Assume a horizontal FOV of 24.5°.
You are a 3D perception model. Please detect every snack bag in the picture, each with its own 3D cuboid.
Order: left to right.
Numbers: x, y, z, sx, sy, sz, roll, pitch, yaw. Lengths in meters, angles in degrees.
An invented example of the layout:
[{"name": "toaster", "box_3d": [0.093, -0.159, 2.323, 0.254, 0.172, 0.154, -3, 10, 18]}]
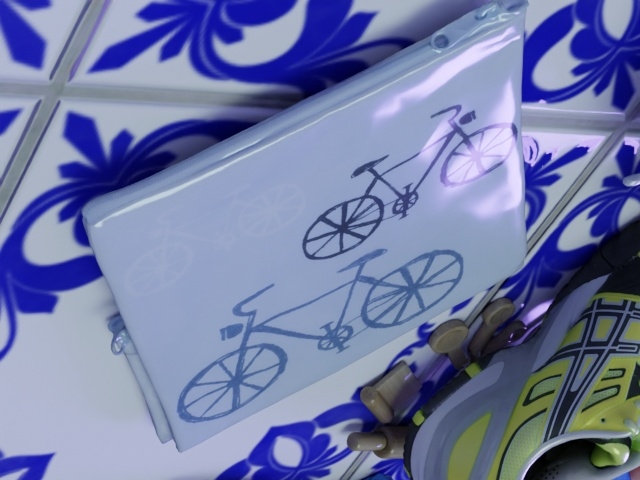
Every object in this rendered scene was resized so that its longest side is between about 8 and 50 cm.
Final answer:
[{"name": "snack bag", "box_3d": [0.000, 0.000, 1.020, 0.323, 0.037, 0.342, -27, 149, -9]}]

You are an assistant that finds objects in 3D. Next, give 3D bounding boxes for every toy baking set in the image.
[{"name": "toy baking set", "box_3d": [0.142, 0.133, 1.335, 0.197, 0.030, 0.256, -47, 146, 23]}]

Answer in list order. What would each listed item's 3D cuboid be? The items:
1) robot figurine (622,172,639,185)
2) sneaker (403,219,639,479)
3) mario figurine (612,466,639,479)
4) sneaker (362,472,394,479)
[{"name": "robot figurine", "box_3d": [0.382, -0.070, 1.097, 0.353, 0.200, 0.300, -2, 144, -40]}, {"name": "sneaker", "box_3d": [0.256, 0.117, 1.266, 0.384, 0.147, 0.145, -43, 137, -1]}, {"name": "mario figurine", "box_3d": [0.291, 0.255, 1.483, 0.198, 0.170, 0.320, -11, 156, 30]}, {"name": "sneaker", "box_3d": [0.075, 0.290, 1.441, 0.240, 0.091, 0.126, 3, 132, -45]}]
